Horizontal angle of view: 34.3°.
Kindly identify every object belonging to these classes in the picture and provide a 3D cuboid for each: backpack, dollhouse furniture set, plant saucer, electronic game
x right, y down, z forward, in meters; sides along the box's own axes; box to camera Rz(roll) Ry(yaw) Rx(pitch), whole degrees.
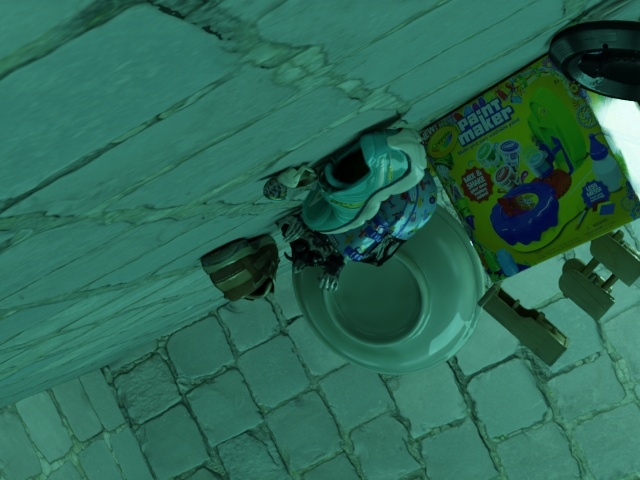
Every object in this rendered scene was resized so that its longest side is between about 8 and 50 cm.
[{"bbox_3d":[0.092,-0.064,1.658,0.173,0.158,0.116,-43,151,26],"label":"backpack"},{"bbox_3d":[0.408,0.063,1.744,0.242,0.161,0.212,-51,171,14],"label":"dollhouse furniture set"},{"bbox_3d":[0.117,0.095,2.042,0.400,0.401,0.100,-28,-175,26],"label":"plant saucer"},{"bbox_3d":[0.421,-0.239,1.392,0.229,0.048,0.229,13,171,2],"label":"electronic game"}]

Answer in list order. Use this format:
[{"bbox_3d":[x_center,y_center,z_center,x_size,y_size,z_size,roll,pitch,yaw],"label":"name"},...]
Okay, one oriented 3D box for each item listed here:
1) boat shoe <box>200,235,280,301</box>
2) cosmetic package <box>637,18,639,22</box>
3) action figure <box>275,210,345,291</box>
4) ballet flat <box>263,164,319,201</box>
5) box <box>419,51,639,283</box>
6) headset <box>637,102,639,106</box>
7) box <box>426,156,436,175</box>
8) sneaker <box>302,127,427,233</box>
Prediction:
[{"bbox_3d":[-0.145,0.066,2.065,0.123,0.116,0.324,-28,177,15],"label":"boat shoe"},{"bbox_3d":[0.642,-0.367,1.675,0.239,0.099,0.060,-26,176,-7],"label":"cosmetic package"},{"bbox_3d":[0.000,0.000,1.905,0.275,0.164,0.141,-43,-175,45],"label":"action figure"},{"bbox_3d":[-0.037,-0.081,1.383,0.041,0.041,0.114,-29,176,32],"label":"ballet flat"},{"bbox_3d":[0.362,-0.126,1.656,0.290,0.279,0.177,-30,175,40],"label":"box"},{"bbox_3d":[0.527,-0.222,1.842,0.394,0.243,0.185,-52,144,12],"label":"headset"},{"bbox_3d":[0.212,-0.150,2.068,0.169,0.054,0.059,-25,177,-39],"label":"box"},{"bbox_3d":[0.038,-0.091,1.486,0.109,0.107,0.275,-2,159,-31],"label":"sneaker"}]
